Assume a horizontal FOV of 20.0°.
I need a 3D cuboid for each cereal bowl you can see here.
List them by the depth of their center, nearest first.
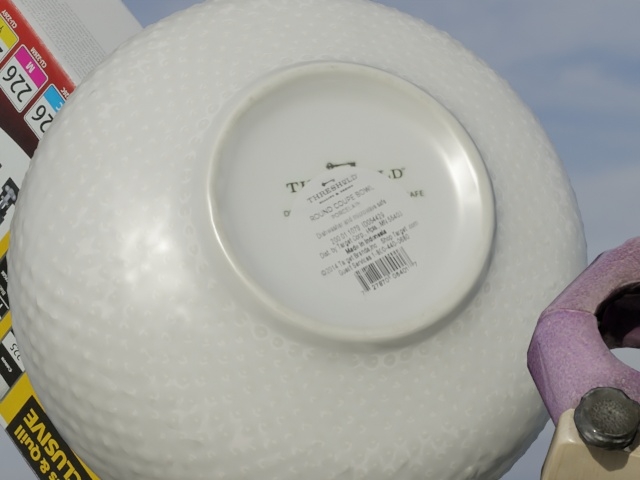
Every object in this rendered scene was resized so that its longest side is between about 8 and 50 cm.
[{"bbox_3d":[0.000,0.000,1.017,0.339,0.339,0.141,-4,-20,-17],"label":"cereal bowl"}]

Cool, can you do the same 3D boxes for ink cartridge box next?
[{"bbox_3d":[-0.166,0.032,1.203,0.272,0.309,0.130,-49,-22,26],"label":"ink cartridge box"}]

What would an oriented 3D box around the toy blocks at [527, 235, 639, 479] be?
[{"bbox_3d":[0.242,-0.064,0.590,0.288,0.260,0.309,12,-41,2],"label":"toy blocks"}]
